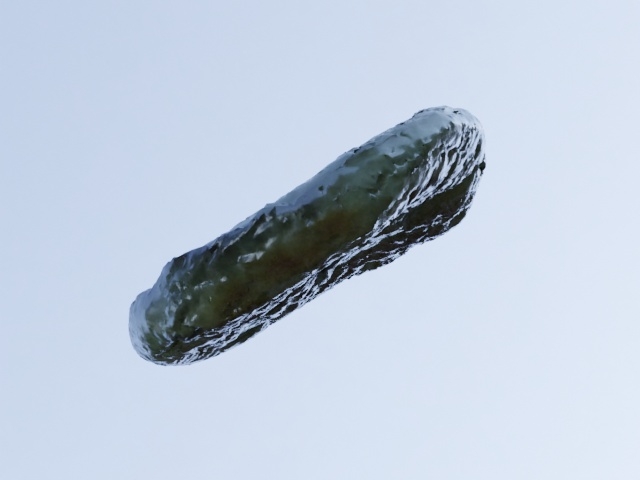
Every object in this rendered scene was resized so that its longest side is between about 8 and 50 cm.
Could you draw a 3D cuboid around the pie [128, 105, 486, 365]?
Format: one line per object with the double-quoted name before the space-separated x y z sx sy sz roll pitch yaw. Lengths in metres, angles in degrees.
"pie" 0.000 0.000 0.879 0.240 0.054 0.240 -31 -7 -4
